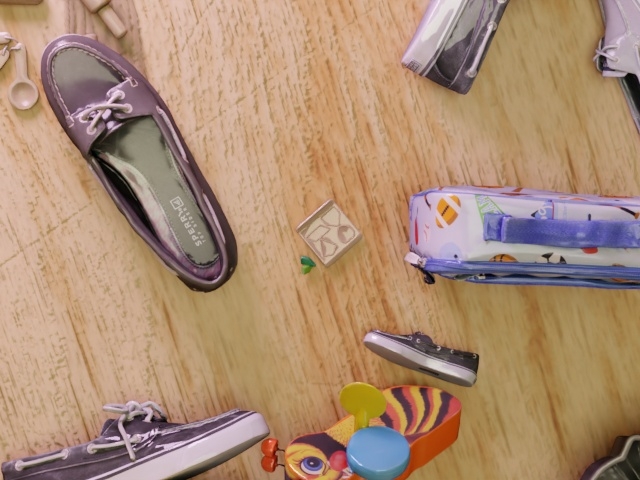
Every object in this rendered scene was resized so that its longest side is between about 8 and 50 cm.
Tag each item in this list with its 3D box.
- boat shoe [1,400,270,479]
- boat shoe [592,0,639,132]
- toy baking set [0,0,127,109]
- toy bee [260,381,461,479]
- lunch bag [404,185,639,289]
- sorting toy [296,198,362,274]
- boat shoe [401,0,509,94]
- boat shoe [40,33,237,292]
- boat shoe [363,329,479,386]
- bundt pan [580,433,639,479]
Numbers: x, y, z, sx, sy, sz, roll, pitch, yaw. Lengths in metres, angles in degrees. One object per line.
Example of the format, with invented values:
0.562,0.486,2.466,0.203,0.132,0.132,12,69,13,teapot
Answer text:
-0.213,0.235,1.678,0.306,0.113,0.105,-22,78,8,boat shoe
0.365,-0.211,1.728,0.081,0.079,0.227,-29,98,-8,boat shoe
-0.348,-0.267,1.677,0.196,0.030,0.256,-32,95,-3,toy baking set
0.023,0.241,1.656,0.162,0.298,0.195,25,113,25,toy bee
0.241,-0.002,1.643,0.303,0.243,0.115,2,92,-7,lunch bag
0.000,0.000,1.734,0.083,0.012,0.062,-41,101,-6,sorting toy
0.205,-0.311,1.695,0.102,0.108,0.301,28,92,-6,boat shoe
-0.197,-0.088,1.658,0.112,0.095,0.335,-34,100,-3,boat shoe
0.120,0.130,1.739,0.142,0.049,0.040,22,71,-8,boat shoe
0.433,0.356,1.739,0.331,0.124,0.331,0,92,-5,bundt pan
